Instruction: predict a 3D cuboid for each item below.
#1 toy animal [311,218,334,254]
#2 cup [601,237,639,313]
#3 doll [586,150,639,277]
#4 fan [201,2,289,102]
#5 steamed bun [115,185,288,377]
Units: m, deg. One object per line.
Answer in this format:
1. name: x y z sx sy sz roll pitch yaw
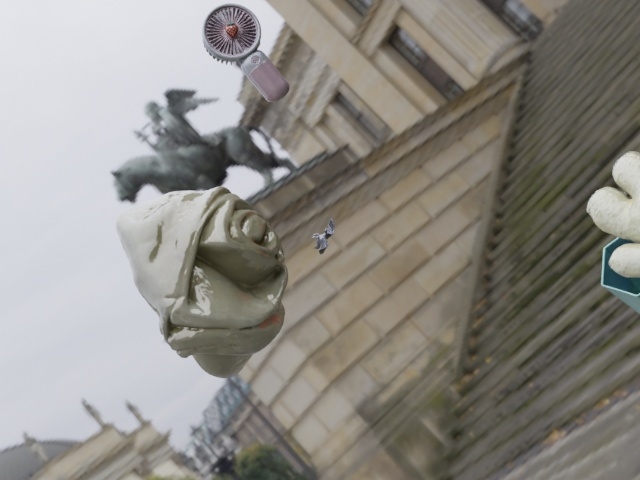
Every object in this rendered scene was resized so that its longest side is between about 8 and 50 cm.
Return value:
1. toy animal: 0.000 -0.001 1.627 0.050 0.028 0.084 -26 28 39
2. cup: 0.594 0.090 1.517 0.134 0.235 0.148 -18 44 45
3. doll: 0.508 -0.024 1.289 0.149 0.278 0.175 -14 -51 -20
4. fan: -0.159 -0.407 1.974 0.130 0.244 0.074 -40 -4 -14
5. steamed bun: -0.194 0.052 1.708 0.255 0.368 0.342 -32 -15 6
